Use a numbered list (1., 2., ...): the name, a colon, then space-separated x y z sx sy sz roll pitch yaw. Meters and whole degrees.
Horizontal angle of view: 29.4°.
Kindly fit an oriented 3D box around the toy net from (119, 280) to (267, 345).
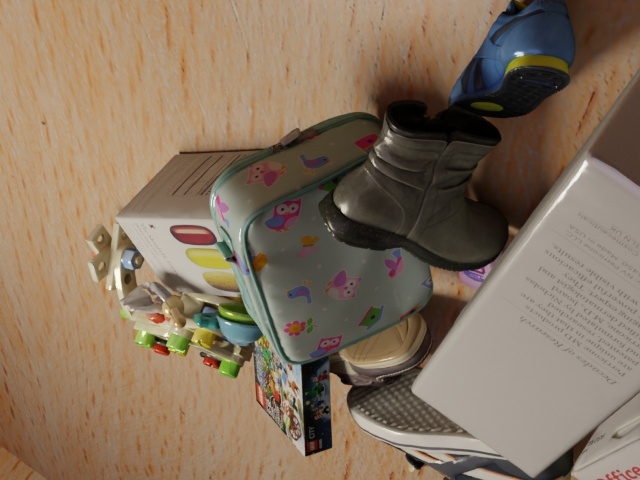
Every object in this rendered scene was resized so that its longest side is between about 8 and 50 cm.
1. toy net: -0.150 0.086 1.560 0.232 0.122 0.045 15 100 30

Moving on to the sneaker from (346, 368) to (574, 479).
1. sneaker: 0.178 0.262 1.593 0.321 0.126 0.127 10 133 39

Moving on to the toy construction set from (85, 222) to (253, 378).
1. toy construction set: -0.217 0.100 1.800 0.327 0.151 0.215 28 173 35

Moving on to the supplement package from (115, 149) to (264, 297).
1. supplement package: -0.116 -0.021 1.542 0.244 0.134 0.139 1 133 48

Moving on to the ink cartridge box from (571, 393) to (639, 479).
1. ink cartridge box: 0.458 0.269 1.284 0.307 0.129 0.223 39 150 2

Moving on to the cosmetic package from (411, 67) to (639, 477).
1. cosmetic package: 0.258 0.016 1.079 0.161 0.230 0.453 36 150 6

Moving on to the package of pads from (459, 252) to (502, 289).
1. package of pads: 0.179 0.021 1.369 0.050 0.032 0.083 19 144 28

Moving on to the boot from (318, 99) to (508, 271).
1. boot: 0.132 -0.053 1.209 0.161 0.246 0.083 -50 48 35

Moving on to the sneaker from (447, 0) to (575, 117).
1. sneaker: 0.175 -0.166 1.113 0.069 0.082 0.209 8 170 -12

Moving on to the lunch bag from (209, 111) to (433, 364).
1. lunch bag: 0.000 0.000 1.345 0.108 0.224 0.279 -122 12 -45

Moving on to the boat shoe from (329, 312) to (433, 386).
1. boat shoe: 0.074 0.142 1.584 0.092 0.103 0.285 39 158 -17

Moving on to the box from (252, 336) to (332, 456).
1. box: -0.042 0.150 1.638 0.159 0.044 0.233 38 136 54

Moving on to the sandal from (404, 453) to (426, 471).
1. sandal: 0.160 0.302 1.712 0.240 0.079 0.088 43 150 -4
